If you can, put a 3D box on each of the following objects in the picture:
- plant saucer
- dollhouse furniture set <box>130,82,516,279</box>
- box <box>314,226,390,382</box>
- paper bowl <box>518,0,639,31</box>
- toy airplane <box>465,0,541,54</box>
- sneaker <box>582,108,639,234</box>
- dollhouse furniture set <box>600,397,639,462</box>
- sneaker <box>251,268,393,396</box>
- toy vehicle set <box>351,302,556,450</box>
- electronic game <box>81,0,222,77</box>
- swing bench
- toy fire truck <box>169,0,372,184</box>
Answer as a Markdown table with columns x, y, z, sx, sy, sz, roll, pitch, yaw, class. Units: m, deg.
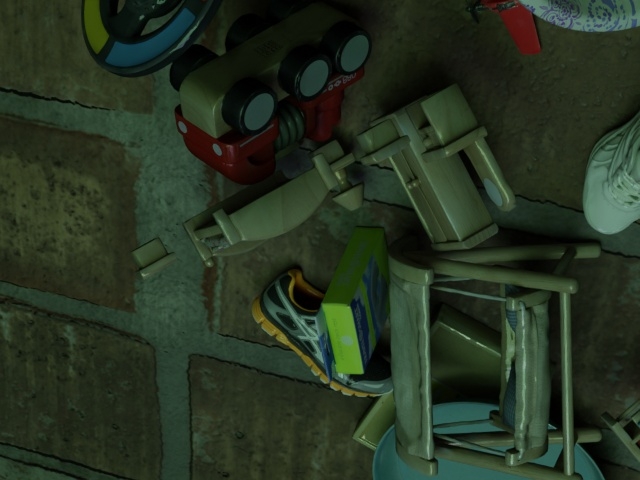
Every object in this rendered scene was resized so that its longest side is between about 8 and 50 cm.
| x | y | z | sx | sy | sz | roll | pitch | yaw | class |
| --- | --- | --- | --- | --- | --- | --- | --- | --- | --- |
| 0.226 | 0.319 | 2.021 | 0.317 | 0.044 | 0.318 | 11 | 130 | 13 | plant saucer |
| 0.000 | 0.000 | 1.681 | 0.174 | 0.355 | 0.303 | 61 | 166 | -5 | dollhouse furniture set |
| 0.044 | 0.077 | 1.862 | 0.042 | 0.178 | 0.109 | 2 | 127 | 20 | box |
| 0.267 | -0.349 | 1.421 | 0.284 | 0.148 | 0.284 | -10 | 132 | -12 | paper bowl |
| 0.223 | -0.258 | 1.631 | 0.151 | 0.028 | 0.151 | 11 | 131 | 13 | toy airplane |
| 0.346 | -0.082 | 1.663 | 0.090 | 0.115 | 0.232 | 26 | 131 | 0 | sneaker |
| 0.454 | 0.211 | 1.787 | 0.183 | 0.129 | 0.129 | -40 | 109 | 0 | dollhouse furniture set |
| 0.014 | 0.121 | 1.968 | 0.215 | 0.084 | 0.083 | 35 | 122 | 1 | sneaker |
| 0.170 | 0.213 | 2.013 | 0.166 | 0.035 | 0.267 | 29 | 131 | -3 | toy vehicle set |
| -0.177 | -0.284 | 1.655 | 0.229 | 0.229 | 0.048 | -24 | 148 | 34 | electronic game |
| 0.193 | 0.138 | 1.810 | 0.254 | 0.165 | 0.253 | 2 | 105 | 20 | swing bench |
| -0.062 | -0.134 | 1.732 | 0.158 | 0.217 | 0.246 | 33 | 144 | 34 | toy fire truck |
